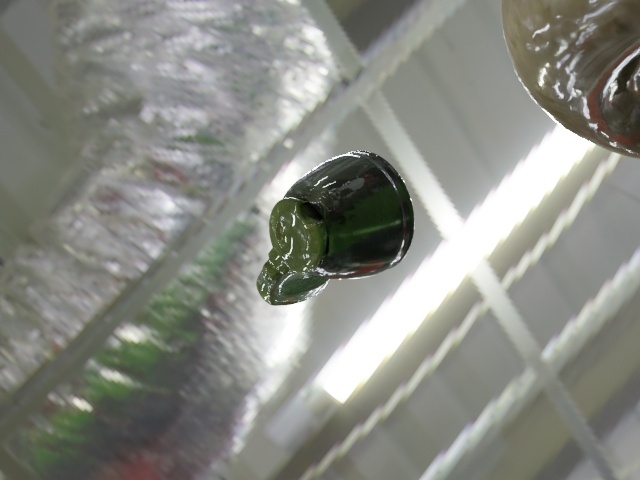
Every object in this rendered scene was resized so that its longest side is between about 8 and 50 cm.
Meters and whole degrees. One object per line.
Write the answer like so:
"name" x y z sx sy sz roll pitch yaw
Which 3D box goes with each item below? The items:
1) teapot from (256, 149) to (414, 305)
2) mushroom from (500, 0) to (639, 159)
"teapot" 0.006 0.002 1.294 0.091 0.092 0.124 -18 -58 -40
"mushroom" 0.173 -0.074 0.689 0.204 0.204 0.204 -17 -58 -30
